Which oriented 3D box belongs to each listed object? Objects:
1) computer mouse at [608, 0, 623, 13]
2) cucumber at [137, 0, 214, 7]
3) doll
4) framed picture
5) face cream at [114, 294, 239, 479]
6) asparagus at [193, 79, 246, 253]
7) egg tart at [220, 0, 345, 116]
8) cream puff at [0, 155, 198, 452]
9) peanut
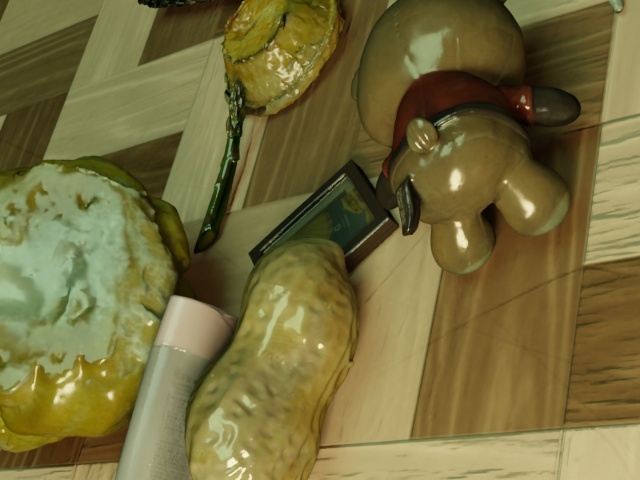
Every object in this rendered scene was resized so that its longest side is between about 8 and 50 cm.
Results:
[{"bbox_3d":[0.298,-0.409,1.394,0.167,0.090,0.379,-26,51,31],"label":"computer mouse"},{"bbox_3d":[-0.139,-0.399,1.822,0.359,0.096,0.096,6,64,43],"label":"cucumber"},{"bbox_3d":[0.128,-0.130,1.275,0.235,0.174,0.330,-36,42,27],"label":"doll"},{"bbox_3d":[0.000,0.000,1.413,0.168,0.023,0.128,-42,39,10],"label":"framed picture"},{"bbox_3d":[-0.154,0.198,1.316,0.073,0.107,0.269,7,77,40],"label":"face cream"},{"bbox_3d":[-0.123,-0.093,1.583,0.027,0.034,0.236,-2,69,41],"label":"asparagus"},{"bbox_3d":[-0.063,-0.268,1.644,0.212,0.090,0.213,-29,43,31],"label":"egg tart"},{"bbox_3d":[-0.311,0.082,1.489,0.378,0.275,0.378,-4,66,10],"label":"cream puff"},{"bbox_3d":[-0.047,0.134,1.264,0.149,0.149,0.313,0,60,44],"label":"peanut"}]
